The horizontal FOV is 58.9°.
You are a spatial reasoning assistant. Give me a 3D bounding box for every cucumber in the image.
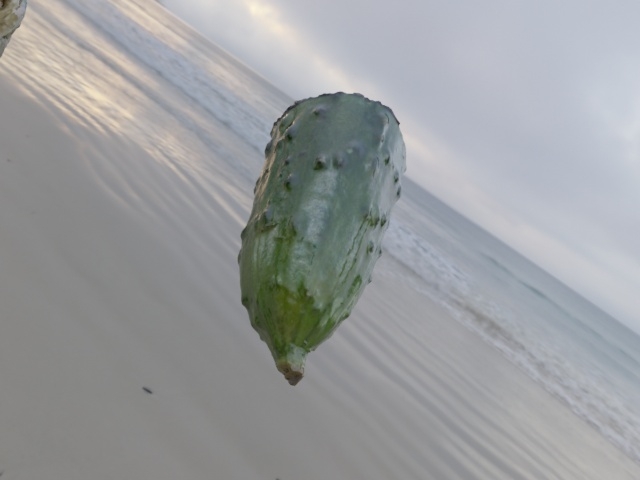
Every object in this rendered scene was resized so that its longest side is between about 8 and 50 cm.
[{"bbox_3d":[-0.003,0.000,0.464,0.134,0.134,0.244,31,50,-22],"label":"cucumber"}]

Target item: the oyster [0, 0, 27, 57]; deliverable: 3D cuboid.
[{"bbox_3d":[-0.226,-0.225,0.354,0.072,0.209,0.133,-4,-3,-27],"label":"oyster"}]
